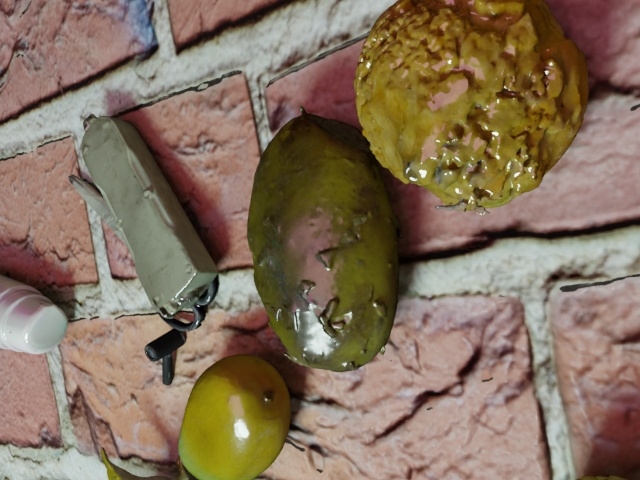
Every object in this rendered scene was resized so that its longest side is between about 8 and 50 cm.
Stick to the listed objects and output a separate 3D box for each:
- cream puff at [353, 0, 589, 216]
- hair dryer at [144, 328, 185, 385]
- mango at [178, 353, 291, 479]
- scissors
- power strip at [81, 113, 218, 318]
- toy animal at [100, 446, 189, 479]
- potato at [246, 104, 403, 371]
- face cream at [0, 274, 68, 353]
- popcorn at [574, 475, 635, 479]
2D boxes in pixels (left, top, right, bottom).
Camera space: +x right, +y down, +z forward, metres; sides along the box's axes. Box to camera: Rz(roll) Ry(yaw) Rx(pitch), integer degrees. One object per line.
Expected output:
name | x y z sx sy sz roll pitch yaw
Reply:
cream puff | 0.104 -0.110 0.491 0.189 0.129 0.189 7 102 38
hair dryer | -0.199 0.155 0.811 0.026 0.047 0.083 30 129 28
mango | -0.102 0.207 0.716 0.195 0.092 0.130 -42 75 38
scissors | -0.242 -0.002 0.824 0.300 0.022 0.109 40 115 25
power strip | -0.214 -0.040 0.764 0.080 0.048 0.286 -41 69 20
toy animal | -0.211 0.315 0.816 0.155 0.095 0.219 56 155 14
potato | 0.000 0.000 0.592 0.149 0.113 0.251 -5 95 35
face cream | -0.519 0.099 0.992 0.345 0.102 0.102 14 106 34
popcorn | 0.208 0.262 0.454 0.142 0.173 0.173 0 99 11
